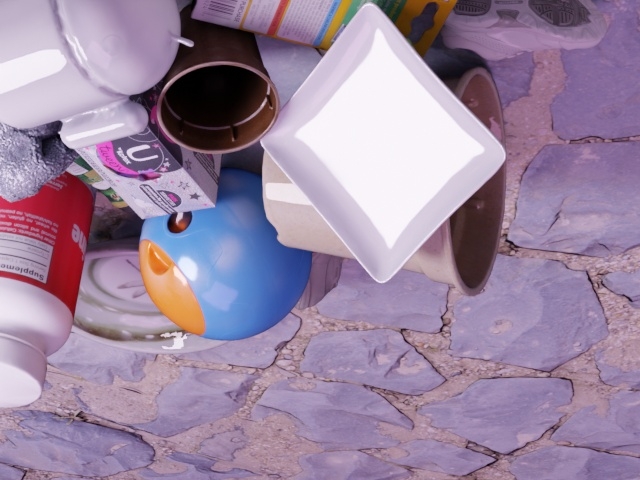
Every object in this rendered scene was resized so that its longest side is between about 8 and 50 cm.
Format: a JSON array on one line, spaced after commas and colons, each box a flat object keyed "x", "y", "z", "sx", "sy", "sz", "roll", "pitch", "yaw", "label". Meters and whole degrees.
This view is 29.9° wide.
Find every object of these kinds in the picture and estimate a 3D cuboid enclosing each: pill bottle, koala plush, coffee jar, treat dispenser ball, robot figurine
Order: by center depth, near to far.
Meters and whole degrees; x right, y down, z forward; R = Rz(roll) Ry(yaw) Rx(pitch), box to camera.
[{"x": -0.330, "y": -0.267, "z": 1.559, "sx": 0.353, "sy": 0.200, "sz": 0.300, "roll": -13, "pitch": 111, "yaw": 25, "label": "robot figurine"}, {"x": -0.479, "y": -0.194, "z": 1.791, "sx": 0.196, "sy": 0.203, "sz": 0.221, "roll": -15, "pitch": 132, "yaw": 26, "label": "koala plush"}, {"x": -0.504, "y": 0.050, "z": 1.953, "sx": 0.229, "sy": 0.408, "sz": 0.229, "roll": 3, "pitch": 148, "yaw": 2, "label": "pill bottle"}, {"x": -0.345, "y": -0.123, "z": 1.956, "sx": 0.079, "sy": 0.096, "sz": 0.184, "roll": -14, "pitch": 145, "yaw": 31, "label": "coffee jar"}, {"x": -0.157, "y": 0.022, "z": 1.990, "sx": 0.288, "sy": 0.288, "sz": 0.288, "roll": 2, "pitch": 148, "yaw": 1, "label": "treat dispenser ball"}]

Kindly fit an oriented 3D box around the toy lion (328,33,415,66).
[{"x": 0.074, "y": -0.250, "z": 1.623, "sx": 0.100, "sy": 0.034, "sz": 0.096, "roll": 22, "pitch": 138, "yaw": -28, "label": "toy lion"}]

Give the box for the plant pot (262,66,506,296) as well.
[{"x": 0.092, "y": -0.091, "z": 1.800, "sx": 0.305, "sy": 0.334, "sz": 0.334, "roll": 2, "pitch": 150, "yaw": 23, "label": "plant pot"}]

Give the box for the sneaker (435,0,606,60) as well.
[{"x": 0.273, "y": -0.294, "z": 1.652, "sx": 0.232, "sy": 0.090, "sz": 0.115, "roll": 9, "pitch": 155, "yaw": 7, "label": "sneaker"}]

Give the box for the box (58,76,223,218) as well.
[{"x": -0.259, "y": -0.166, "z": 1.815, "sx": 0.142, "sy": 0.163, "sz": 0.247, "roll": -9, "pitch": 146, "yaw": 22, "label": "box"}]

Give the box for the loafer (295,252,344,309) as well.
[{"x": 0.000, "y": 0.000, "z": 2.133, "sx": 0.111, "sy": 0.112, "sz": 0.319, "roll": -25, "pitch": 153, "yaw": -26, "label": "loafer"}]

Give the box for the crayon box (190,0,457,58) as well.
[{"x": 0.009, "y": -0.346, "z": 1.579, "sx": 0.323, "sy": 0.083, "sz": 0.203, "roll": 12, "pitch": 147, "yaw": -13, "label": "crayon box"}]

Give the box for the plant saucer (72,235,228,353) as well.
[{"x": -0.327, "y": 0.087, "z": 2.286, "sx": 0.400, "sy": 0.100, "sz": 0.400, "roll": 2, "pitch": 148, "yaw": 1, "label": "plant saucer"}]

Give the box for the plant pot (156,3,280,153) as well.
[{"x": -0.149, "y": -0.236, "z": 1.671, "sx": 0.167, "sy": 0.165, "sz": 0.167, "roll": -6, "pitch": 138, "yaw": -6, "label": "plant pot"}]

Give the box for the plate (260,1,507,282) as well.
[{"x": 0.082, "y": -0.127, "z": 1.597, "sx": 0.277, "sy": 0.278, "sz": 0.045, "roll": -48, "pitch": 165, "yaw": 33, "label": "plate"}]
